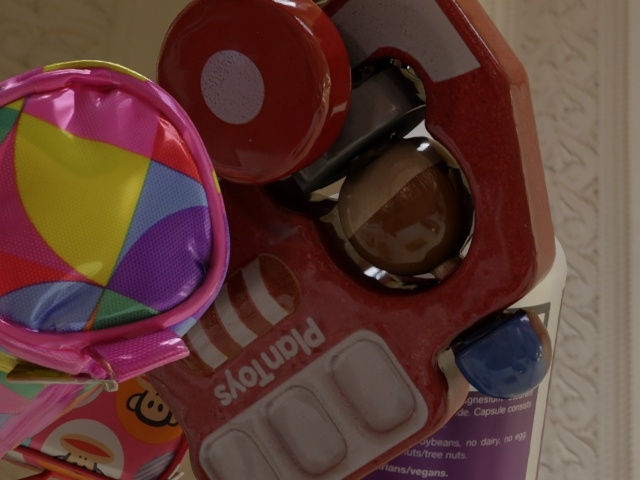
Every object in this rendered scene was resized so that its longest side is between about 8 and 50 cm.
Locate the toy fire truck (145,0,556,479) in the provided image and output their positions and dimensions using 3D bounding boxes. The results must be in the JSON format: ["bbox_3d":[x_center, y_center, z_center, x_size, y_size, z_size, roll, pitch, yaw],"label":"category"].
[{"bbox_3d":[0.000,0.000,0.831,0.302,0.169,0.254,-36,-93,31],"label":"toy fire truck"}]

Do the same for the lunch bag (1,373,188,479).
[{"bbox_3d":[-0.218,0.074,1.170,0.293,0.120,0.258,23,-103,-4],"label":"lunch bag"}]

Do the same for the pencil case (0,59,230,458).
[{"bbox_3d":[-0.111,0.022,0.538,0.236,0.104,0.104,147,-43,-63],"label":"pencil case"}]

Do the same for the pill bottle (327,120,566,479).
[{"bbox_3d":[0.062,0.087,1.009,0.181,0.181,0.323,16,-74,37],"label":"pill bottle"}]
